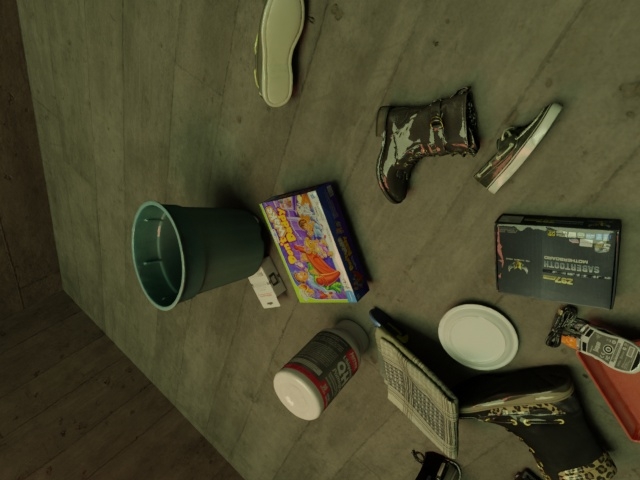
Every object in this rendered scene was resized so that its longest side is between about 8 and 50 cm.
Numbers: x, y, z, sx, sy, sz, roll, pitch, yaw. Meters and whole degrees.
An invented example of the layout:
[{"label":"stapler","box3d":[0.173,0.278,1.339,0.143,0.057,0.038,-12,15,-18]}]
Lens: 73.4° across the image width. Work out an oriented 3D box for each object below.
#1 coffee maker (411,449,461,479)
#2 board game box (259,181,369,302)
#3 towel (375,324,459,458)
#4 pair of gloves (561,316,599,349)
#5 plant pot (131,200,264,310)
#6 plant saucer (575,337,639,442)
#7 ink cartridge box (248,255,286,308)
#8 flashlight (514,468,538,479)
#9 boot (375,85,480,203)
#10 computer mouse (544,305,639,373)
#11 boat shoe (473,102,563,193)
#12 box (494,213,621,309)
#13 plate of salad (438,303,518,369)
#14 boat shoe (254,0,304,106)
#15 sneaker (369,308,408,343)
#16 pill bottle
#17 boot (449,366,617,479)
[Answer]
[{"label":"coffee maker","box3d":[0.356,0.811,1.424,0.171,0.178,0.120,-18,101,44]},{"label":"board game box","box3d":[-0.018,0.019,1.288,0.234,0.078,0.346,-8,110,42]},{"label":"towel","box3d":[0.269,0.440,1.246,0.324,0.056,0.312,41,154,46]},{"label":"pair of gloves","box3d":[0.592,0.216,0.994,0.074,0.010,0.083,18,124,31]},{"label":"plant pot","box3d":[-0.393,0.029,1.433,0.341,0.334,0.340,8,102,42]},{"label":"plant saucer","box3d":[0.734,0.302,0.902,0.259,0.048,0.258,-30,94,46]},{"label":"ink cartridge box","box3d":[-0.198,0.154,1.577,0.104,0.060,0.180,-15,104,43]},{"label":"flashlight","box3d":[0.675,0.805,1.213,0.304,0.103,0.103,37,136,15]},{"label":"boot","box3d":[0.243,-0.203,0.978,0.229,0.091,0.262,8,117,37]},{"label":"computer mouse","box3d":[0.591,0.221,0.922,0.193,0.042,0.105,29,105,54]},{"label":"boat shoe","box3d":[0.392,-0.190,0.871,0.070,0.078,0.219,40,136,13]},{"label":"box","box3d":[0.504,0.042,0.929,0.233,0.059,0.183,8,120,37]},{"label":"plate of salad","box3d":[0.415,0.253,1.138,0.200,0.048,0.199,11,116,25]},{"label":"boat shoe","box3d":[-0.114,-0.500,1.085,0.091,0.109,0.304,53,143,41]},{"label":"sneaker","box3d":[0.200,0.272,1.323,0.144,0.053,0.059,44,137,12]},{"label":"pill bottle","box3d":[0.017,0.390,1.354,0.176,0.319,0.176,20,127,30]},{"label":"boot","box3d":[0.529,0.495,1.131,0.377,0.138,0.284,-32,93,40]}]
